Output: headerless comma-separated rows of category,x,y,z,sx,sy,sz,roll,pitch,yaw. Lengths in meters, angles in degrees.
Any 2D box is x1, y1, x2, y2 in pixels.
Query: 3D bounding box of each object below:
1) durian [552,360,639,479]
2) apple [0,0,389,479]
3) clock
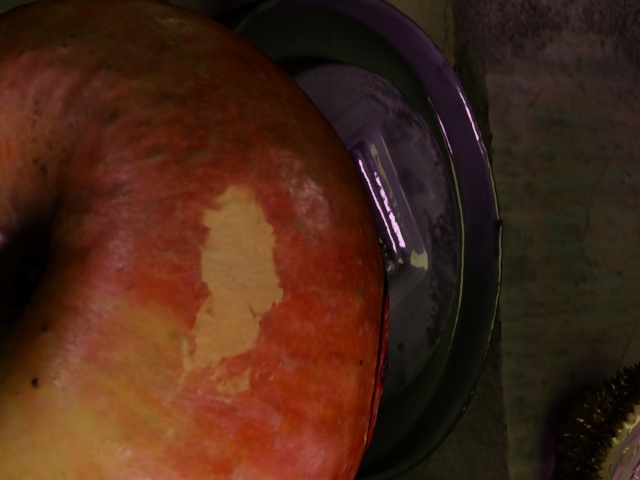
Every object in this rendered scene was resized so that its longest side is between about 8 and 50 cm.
durian,0.238,0.176,1.317,0.208,0.102,0.146,-39,115,-18
apple,-0.096,0.046,0.812,0.250,0.277,0.309,21,95,-60
clock,0.000,-0.001,1.073,0.319,0.066,0.318,6,82,-49
